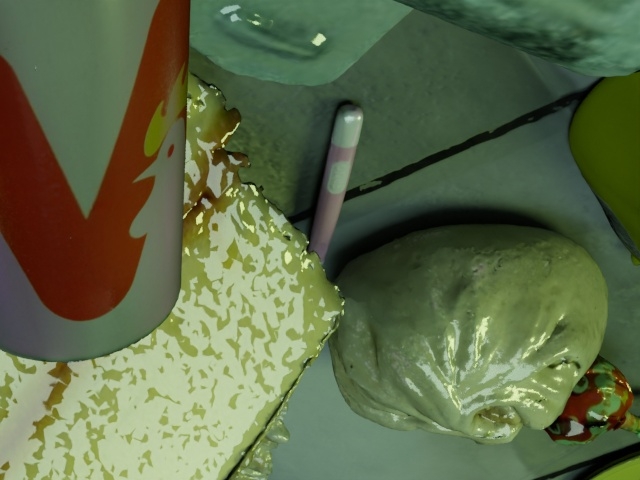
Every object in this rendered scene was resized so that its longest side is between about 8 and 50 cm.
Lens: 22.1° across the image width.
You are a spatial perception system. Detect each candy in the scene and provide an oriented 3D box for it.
[{"bbox_3d":[0.286,0.169,1.451,0.078,0.084,0.288,-36,137,26],"label":"candy"}]

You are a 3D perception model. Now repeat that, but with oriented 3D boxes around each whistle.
[{"bbox_3d":[0.066,-0.194,0.887,0.168,0.188,0.405,15,171,-34],"label":"whistle"}]

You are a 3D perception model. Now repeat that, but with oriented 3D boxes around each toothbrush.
[{"bbox_3d":[0.000,0.000,1.221,0.020,0.025,0.286,1,142,-10],"label":"toothbrush"}]

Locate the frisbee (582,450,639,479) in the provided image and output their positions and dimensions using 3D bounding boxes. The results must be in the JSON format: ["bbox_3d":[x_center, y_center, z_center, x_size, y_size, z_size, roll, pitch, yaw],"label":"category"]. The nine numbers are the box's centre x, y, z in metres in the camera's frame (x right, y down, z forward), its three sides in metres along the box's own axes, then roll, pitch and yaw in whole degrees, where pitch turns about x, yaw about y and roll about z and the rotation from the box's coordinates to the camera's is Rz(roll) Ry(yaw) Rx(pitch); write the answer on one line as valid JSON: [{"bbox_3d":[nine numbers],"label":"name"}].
[{"bbox_3d":[0.352,0.257,1.629,0.236,0.017,0.236,-4,143,-3],"label":"frisbee"}]

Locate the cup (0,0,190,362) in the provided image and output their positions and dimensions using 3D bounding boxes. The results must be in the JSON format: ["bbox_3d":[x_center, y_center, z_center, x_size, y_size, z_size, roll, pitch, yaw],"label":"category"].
[{"bbox_3d":[-0.150,-0.081,0.900,0.203,0.203,0.288,-4,131,-4],"label":"cup"}]

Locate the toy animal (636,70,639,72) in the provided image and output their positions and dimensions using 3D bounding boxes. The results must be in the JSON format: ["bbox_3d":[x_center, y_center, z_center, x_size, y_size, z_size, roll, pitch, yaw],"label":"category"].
[{"bbox_3d":[0.232,-0.171,0.957,0.179,0.116,0.218,20,148,-32],"label":"toy animal"}]

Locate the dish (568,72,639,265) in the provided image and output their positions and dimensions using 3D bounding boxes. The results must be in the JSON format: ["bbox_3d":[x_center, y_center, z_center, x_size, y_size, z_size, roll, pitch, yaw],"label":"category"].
[{"bbox_3d":[0.300,-0.031,1.160,0.221,0.108,0.262,-14,143,10],"label":"dish"}]

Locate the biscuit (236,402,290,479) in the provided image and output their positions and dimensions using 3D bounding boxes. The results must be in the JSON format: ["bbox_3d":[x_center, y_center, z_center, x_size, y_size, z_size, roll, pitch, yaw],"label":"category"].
[{"bbox_3d":[-0.118,0.142,1.346,0.179,0.084,0.281,6,140,-10],"label":"biscuit"}]

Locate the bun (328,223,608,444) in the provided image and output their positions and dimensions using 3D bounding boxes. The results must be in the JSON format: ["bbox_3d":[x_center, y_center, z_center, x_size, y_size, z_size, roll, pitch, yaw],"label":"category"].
[{"bbox_3d":[0.115,0.086,1.269,0.231,0.133,0.231,-6,144,-5],"label":"bun"}]

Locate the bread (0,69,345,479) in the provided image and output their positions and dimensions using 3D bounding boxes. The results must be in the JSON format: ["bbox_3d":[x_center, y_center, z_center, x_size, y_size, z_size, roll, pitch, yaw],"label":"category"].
[{"bbox_3d":[-0.167,0.095,1.104,0.346,0.242,0.405,38,132,-23],"label":"bread"}]
